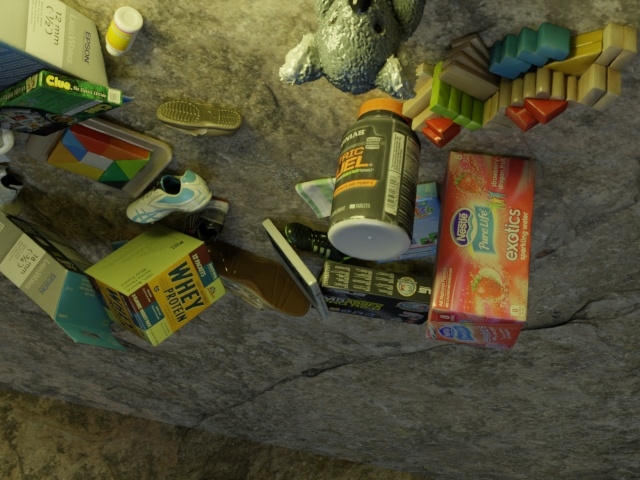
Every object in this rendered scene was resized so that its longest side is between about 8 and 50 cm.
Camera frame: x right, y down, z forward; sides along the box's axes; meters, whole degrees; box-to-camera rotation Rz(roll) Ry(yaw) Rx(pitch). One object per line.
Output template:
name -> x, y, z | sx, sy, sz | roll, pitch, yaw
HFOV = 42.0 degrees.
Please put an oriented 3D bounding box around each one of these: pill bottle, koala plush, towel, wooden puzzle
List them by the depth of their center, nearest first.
koala plush -> 0.054, -0.270, 1.036 | 0.196, 0.221, 0.203 | 9, 152, 2
pill bottle -> -0.300, -0.315, 1.268 | 0.043, 0.043, 0.083 | 21, 150, -20
pill bottle -> 0.089, -0.103, 1.311 | 0.130, 0.246, 0.130 | 7, 152, 4
wooden puzzle -> -0.428, -0.164, 1.594 | 0.238, 0.044, 0.221 | 24, 150, -24
towel -> 0.041, -0.083, 1.604 | 0.152, 0.023, 0.113 | -6, 149, 28

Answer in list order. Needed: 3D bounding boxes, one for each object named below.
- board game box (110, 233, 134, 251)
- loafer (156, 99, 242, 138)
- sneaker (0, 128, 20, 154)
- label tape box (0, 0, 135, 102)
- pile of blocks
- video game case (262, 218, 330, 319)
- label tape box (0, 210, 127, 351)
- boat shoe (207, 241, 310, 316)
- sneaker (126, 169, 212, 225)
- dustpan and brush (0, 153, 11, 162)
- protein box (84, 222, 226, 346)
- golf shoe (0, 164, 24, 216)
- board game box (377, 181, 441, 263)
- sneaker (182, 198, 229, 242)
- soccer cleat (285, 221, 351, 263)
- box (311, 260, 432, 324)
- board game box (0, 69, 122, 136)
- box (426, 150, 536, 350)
board game box -> -0.412, 0.021, 1.950 | 0.133, 0.033, 0.169 | 5, 157, 0
loafer -> -0.208, -0.202, 1.434 | 0.148, 0.056, 0.050 | 10, 146, 0
sneaker -> -0.623, -0.248, 1.458 | 0.090, 0.115, 0.232 | -38, 107, 15
label tape box -> -0.485, -0.292, 1.277 | 0.249, 0.115, 0.347 | -3, 173, 24
pile of blocks -> 0.262, -0.213, 1.189 | 0.362, 0.113, 0.149 | -14, 144, 37
video game case -> -0.050, 0.062, 1.772 | 0.022, 0.190, 0.173 | -34, 150, -8
label tape box -> -0.558, 0.092, 1.828 | 0.333, 0.106, 0.240 | 37, 179, 18
boat shoe -> -0.154, 0.094, 1.934 | 0.285, 0.105, 0.089 | 31, 152, -16
sneaker -> -0.312, -0.090, 1.669 | 0.237, 0.085, 0.086 | -12, 119, 41
dustpan and brush -> -0.717, -0.209, 1.612 | 0.211, 0.060, 0.147 | -2, 149, 9
protein box -> -0.348, 0.088, 1.766 | 0.201, 0.199, 0.136 | 18, 137, 48
golf shoe -> -0.665, -0.102, 1.773 | 0.086, 0.069, 0.176 | -1, 152, 9
board game box -> 0.164, -0.030, 1.620 | 0.160, 0.039, 0.211 | -8, 149, 13
sneaker -> -0.249, -0.026, 1.755 | 0.063, 0.075, 0.170 | 25, 149, -25
soccer cleat -> 0.000, 0.000, 1.746 | 0.072, 0.060, 0.179 | -24, 144, 34
box -> 0.124, 0.122, 1.867 | 0.270, 0.060, 0.216 | 9, 163, -5
board game box -> -0.442, -0.213, 1.332 | 0.136, 0.030, 0.259 | 11, 166, -44
box -> 0.270, 0.015, 1.411 | 0.154, 0.300, 0.142 | 8, 154, 7
